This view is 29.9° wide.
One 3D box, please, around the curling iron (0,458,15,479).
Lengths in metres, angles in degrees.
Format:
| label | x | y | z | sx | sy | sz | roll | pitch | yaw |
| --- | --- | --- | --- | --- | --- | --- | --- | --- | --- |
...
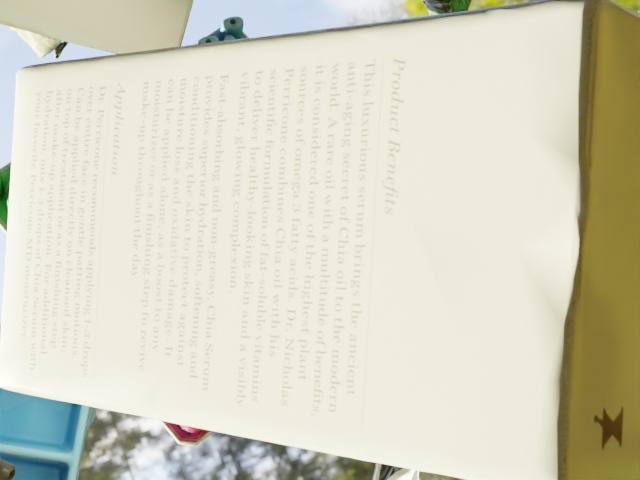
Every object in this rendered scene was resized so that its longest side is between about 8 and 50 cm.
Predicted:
| label | x | y | z | sx | sy | sz | roll | pitch | yaw |
| --- | --- | --- | --- | --- | --- | --- | --- | --- | --- |
| curling iron | -0.417 | 0.171 | 1.173 | 0.035 | 0.274 | 0.068 | -52 | -18 | -38 |

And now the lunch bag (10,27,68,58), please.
| label | x | y | z | sx | sy | sz | roll | pitch | yaw |
| --- | --- | --- | --- | --- | --- | --- | --- | --- | --- |
| lunch bag | -0.414 | -0.426 | 1.666 | 0.256 | 0.212 | 0.305 | -40 | -65 | 21 |

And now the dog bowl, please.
| label | x | y | z | sx | sy | sz | roll | pitch | yaw |
| --- | --- | --- | --- | --- | --- | --- | --- | --- | --- |
| dog bowl | -0.386 | 0.276 | 1.570 | 0.166 | 0.297 | 0.074 | 11 | -12 | -11 |

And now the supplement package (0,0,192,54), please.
| label | x | y | z | sx | sy | sz | roll | pitch | yaw |
| --- | --- | --- | --- | --- | --- | --- | --- | --- | --- |
| supplement package | -0.187 | -0.279 | 1.005 | 0.194 | 0.149 | 0.203 | 13 | -26 | -10 |

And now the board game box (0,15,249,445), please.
| label | x | y | z | sx | sy | sz | roll | pitch | yaw |
| --- | --- | --- | --- | --- | --- | --- | --- | --- | --- |
| board game box | -0.124 | -0.030 | 1.383 | 0.390 | 0.390 | 0.050 | -37 | -11 | -22 |

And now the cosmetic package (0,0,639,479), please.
| label | x | y | z | sx | sy | sz | roll | pitch | yaw |
| --- | --- | --- | --- | --- | --- | --- | --- | --- | --- |
| cosmetic package | 0.000 | 0.000 | 0.731 | 0.453 | 0.230 | 0.161 | 3 | -1 | 43 |

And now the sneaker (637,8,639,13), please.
| label | x | y | z | sx | sy | sz | roll | pitch | yaw |
| --- | --- | --- | --- | --- | --- | --- | --- | --- | --- |
| sneaker | 0.445 | -0.298 | 1.406 | 0.110 | 0.118 | 0.292 | -55 | -17 | -4 |

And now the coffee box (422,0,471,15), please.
| label | x | y | z | sx | sy | sz | roll | pitch | yaw |
| --- | --- | --- | --- | --- | --- | --- | --- | --- | --- |
| coffee box | 0.171 | -0.347 | 1.394 | 0.040 | 0.184 | 0.113 | 21 | 0 | 14 |

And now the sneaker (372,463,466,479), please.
| label | x | y | z | sx | sy | sz | roll | pitch | yaw |
| --- | --- | --- | --- | --- | --- | --- | --- | --- | --- |
| sneaker | 0.113 | 0.280 | 1.251 | 0.094 | 0.235 | 0.153 | -5 | -55 | -22 |
